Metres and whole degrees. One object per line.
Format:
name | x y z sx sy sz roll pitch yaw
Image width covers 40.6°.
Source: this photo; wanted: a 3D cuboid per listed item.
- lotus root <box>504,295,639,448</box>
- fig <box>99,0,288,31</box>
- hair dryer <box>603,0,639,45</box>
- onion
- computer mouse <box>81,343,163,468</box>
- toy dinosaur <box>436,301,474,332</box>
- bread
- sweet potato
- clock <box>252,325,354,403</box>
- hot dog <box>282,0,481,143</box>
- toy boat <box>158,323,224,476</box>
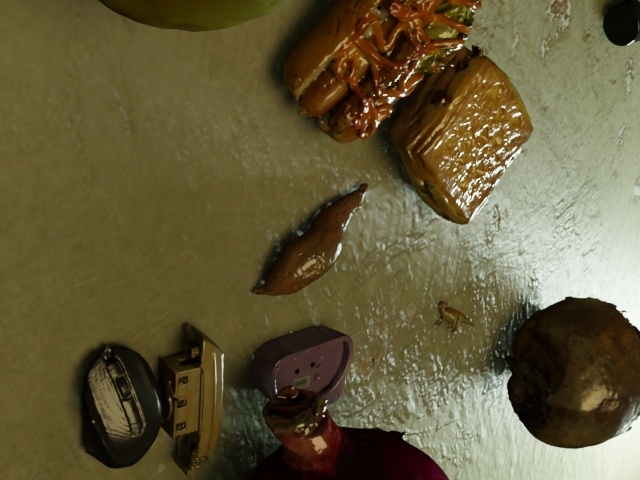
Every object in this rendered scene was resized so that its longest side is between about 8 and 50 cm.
lotus root | 0.440 0.243 1.573 0.192 0.272 0.272 -9 115 -32
fig | -0.100 -0.358 0.712 0.343 0.343 0.343 -20 122 -37
hair dryer | 0.539 -0.450 1.468 0.124 0.071 0.219 -28 117 -35
onion | 0.016 0.358 1.146 0.347 0.347 0.385 -33 116 -29
computer mouse | -0.231 0.202 1.020 0.099 0.057 0.172 -27 124 -37
toy dinosaur | 0.228 0.138 1.455 0.113 0.026 0.041 34 66 -38
bread | 0.198 -0.153 1.248 0.210 0.099 0.235 -56 142 -6
sweet potato | 0.003 0.003 1.152 0.226 0.068 0.068 -46 134 -19
clock | -0.026 0.185 1.216 0.152 0.050 0.110 -13 117 -39
hot dog | 0.106 -0.266 1.048 0.349 0.117 0.158 -47 136 0
toy boat | -0.166 0.205 1.088 0.077 0.057 0.201 -11 117 -35
